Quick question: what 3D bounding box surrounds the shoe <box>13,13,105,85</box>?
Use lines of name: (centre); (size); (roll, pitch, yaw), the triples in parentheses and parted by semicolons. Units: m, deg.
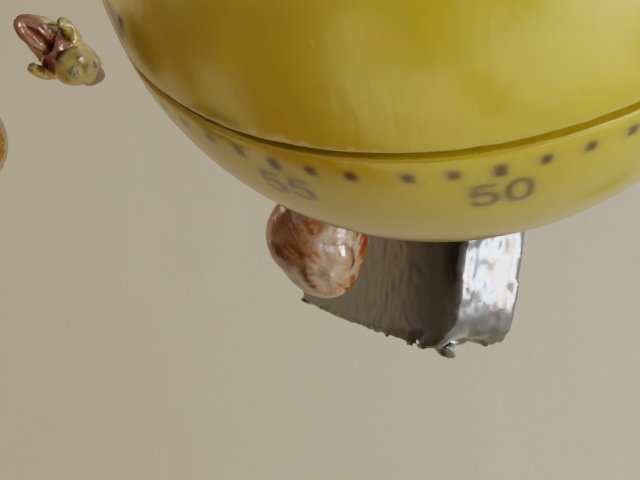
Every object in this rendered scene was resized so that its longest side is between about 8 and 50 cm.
shoe: (-0.302, -0.214, 1.016); (0.072, 0.069, 0.109); (-33, -92, 8)

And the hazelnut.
hazelnut: (0.000, 0.000, 0.650); (0.086, 0.086, 0.086); (-4, -96, 34)

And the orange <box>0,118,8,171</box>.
orange: (-0.226, -0.058, 0.529); (0.085, 0.085, 0.085); (-4, -96, 34)

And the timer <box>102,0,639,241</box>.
timer: (0.048, -0.196, 0.402); (0.376, 0.387, 0.376); (-9, -130, 11)

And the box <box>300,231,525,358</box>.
box: (0.080, -0.086, 0.840); (0.359, 0.091, 0.350); (-168, -96, -67)
